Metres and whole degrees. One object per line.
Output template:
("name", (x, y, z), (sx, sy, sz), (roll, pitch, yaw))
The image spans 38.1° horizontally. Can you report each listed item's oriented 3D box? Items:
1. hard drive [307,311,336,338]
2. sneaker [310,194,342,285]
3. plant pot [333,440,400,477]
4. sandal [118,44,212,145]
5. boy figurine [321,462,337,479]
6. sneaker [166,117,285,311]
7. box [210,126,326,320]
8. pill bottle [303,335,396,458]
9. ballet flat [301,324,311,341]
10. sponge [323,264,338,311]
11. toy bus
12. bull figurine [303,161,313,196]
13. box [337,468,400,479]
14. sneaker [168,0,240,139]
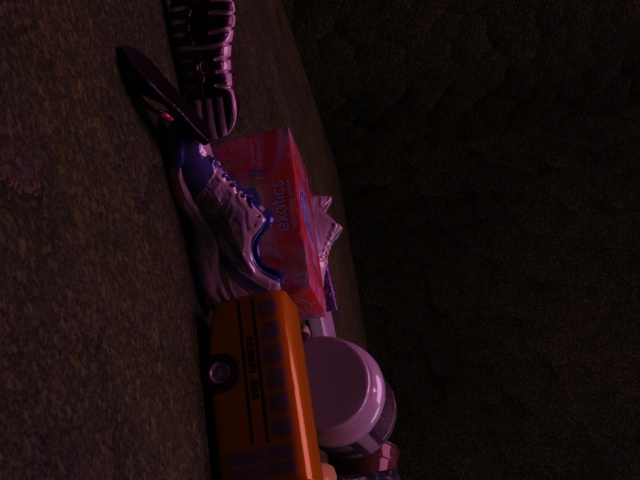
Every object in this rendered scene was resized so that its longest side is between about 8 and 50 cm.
("hard drive", (-0.020, 0.122, 2.413), (0.233, 0.047, 0.353), (-53, 130, -82))
("sneaker", (0.000, 0.000, 1.831), (0.080, 0.094, 0.212), (70, 11, -63))
("plant pot", (0.107, 0.580, 2.210), (0.167, 0.167, 0.165), (71, 16, -46))
("sandal", (-0.210, -0.183, 1.227), (0.179, 0.040, 0.067), (49, 18, -39))
("boy figurine", (-0.018, 0.465, 1.562), (0.285, 0.092, 0.177), (-92, 168, -61))
("sneaker", (-0.133, -0.049, 1.339), (0.112, 0.131, 0.296), (-62, 138, -78))
("box", (-0.093, -0.018, 1.548), (0.142, 0.154, 0.299), (65, 15, -62))
("pill bottle", (0.034, 0.308, 1.806), (0.361, 0.204, 0.204), (64, 15, -69))
("ballet flat", (-0.020, 0.274, 2.093), (0.057, 0.049, 0.173), (65, 14, -68))
("sponge", (-0.041, 0.063, 2.004), (0.031, 0.117, 0.210), (10, 68, -85))
("toy bus", (-0.077, 0.245, 1.255), (0.108, 0.130, 0.332), (64, 15, -65))
("bull figurine", (-0.055, -0.047, 2.194), (0.188, 0.101, 0.310), (-64, 139, -74))
("box", (0.100, 0.575, 1.943), (0.093, 0.156, 0.158), (-50, -131, 45))
("sneaker", (-0.187, -0.302, 1.554), (0.162, 0.106, 0.281), (27, 61, -89))
